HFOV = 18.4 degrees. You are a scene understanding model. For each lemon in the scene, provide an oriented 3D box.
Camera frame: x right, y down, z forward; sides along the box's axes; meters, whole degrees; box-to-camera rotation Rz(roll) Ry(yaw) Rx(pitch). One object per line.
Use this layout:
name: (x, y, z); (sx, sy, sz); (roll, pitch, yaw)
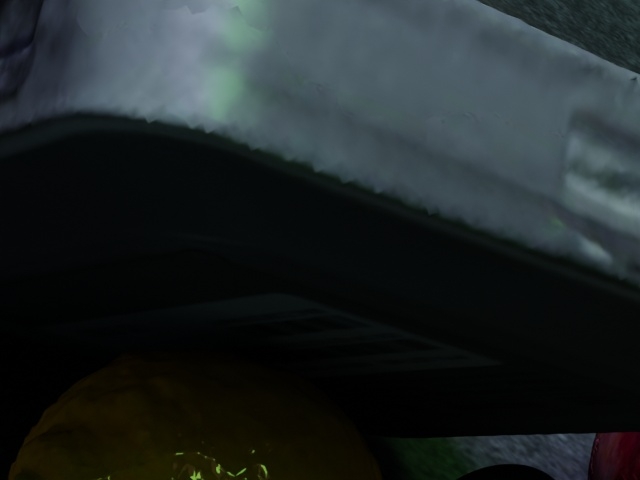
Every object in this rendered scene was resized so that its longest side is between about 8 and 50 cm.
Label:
lemon: (-0.054, 0.113, 0.805); (0.187, 0.142, 0.142); (18, 30, -45)

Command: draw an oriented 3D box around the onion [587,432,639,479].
onion: (0.272, 0.142, 1.087); (0.252, 0.252, 0.219); (-90, 166, -66)

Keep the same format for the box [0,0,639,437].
box: (0.000, 0.001, 0.839); (0.396, 0.396, 0.111); (19, 75, -29)

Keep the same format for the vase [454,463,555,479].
vase: (0.112, 0.193, 0.876); (0.086, 0.086, 0.214); (20, 21, -28)
